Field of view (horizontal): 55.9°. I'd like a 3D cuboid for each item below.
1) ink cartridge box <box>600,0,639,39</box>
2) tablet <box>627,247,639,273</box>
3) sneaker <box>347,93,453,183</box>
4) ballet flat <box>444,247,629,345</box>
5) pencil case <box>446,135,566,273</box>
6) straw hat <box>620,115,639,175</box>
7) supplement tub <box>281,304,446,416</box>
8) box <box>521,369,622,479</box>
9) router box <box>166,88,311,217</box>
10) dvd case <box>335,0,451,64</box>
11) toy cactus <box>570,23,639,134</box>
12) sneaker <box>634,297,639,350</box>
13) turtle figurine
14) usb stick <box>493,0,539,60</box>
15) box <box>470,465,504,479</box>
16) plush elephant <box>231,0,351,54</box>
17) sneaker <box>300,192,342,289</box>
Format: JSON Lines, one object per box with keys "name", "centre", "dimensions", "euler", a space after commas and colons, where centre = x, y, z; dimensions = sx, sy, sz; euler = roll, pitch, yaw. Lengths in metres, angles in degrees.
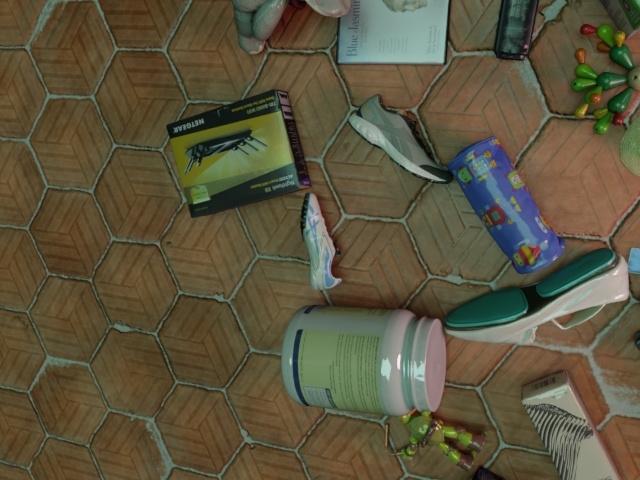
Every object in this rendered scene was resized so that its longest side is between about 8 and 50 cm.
{"name": "ink cartridge box", "centre": [0.558, -0.542, 1.116], "dimensions": [0.122, 0.211, 0.289], "euler": [-33, 87, 20]}
{"name": "tablet", "centre": [0.693, 0.047, 1.268], "dimensions": [0.083, 0.006, 0.054], "euler": [10, 101, 17]}
{"name": "sneaker", "centre": [0.189, -0.222, 1.344], "dimensions": [0.272, 0.100, 0.108], "euler": [40, 102, 9]}
{"name": "ballet flat", "centre": [0.470, 0.154, 1.302], "dimensions": [0.401, 0.139, 0.139], "euler": [-27, 89, 19]}
{"name": "pencil case", "centre": [0.400, -0.074, 1.285], "dimensions": [0.306, 0.133, 0.119], "euler": [57, 141, 4]}
{"name": "straw hat", "centre": [0.682, -0.192, 1.207], "dimensions": [0.145, 0.061, 0.144], "euler": [3, 99, 18]}
{"name": "supplement tub", "centre": [0.101, 0.267, 1.356], "dimensions": [0.325, 0.235, 0.235], "euler": [0, 98, 24]}
{"name": "box", "centre": [0.552, 0.437, 1.324], "dimensions": [0.113, 0.094, 0.275], "euler": [-29, 88, 20]}
{"name": "router box", "centre": [-0.201, -0.207, 1.479], "dimensions": [0.309, 0.081, 0.242], "euler": [-14, 94, 19]}
{"name": "dvd case", "centre": [0.161, -0.487, 1.352], "dimensions": [0.253, 0.022, 0.180], "euler": [5, 100, 17]}
{"name": "toy cactus", "centre": [0.598, -0.327, 1.203], "dimensions": [0.181, 0.112, 0.218], "euler": [-2, 89, 8]}
{"name": "sneaker", "centre": [0.720, 0.127, 1.221], "dimensions": [0.125, 0.104, 0.261], "euler": [19, 103, 17]}
{"name": "turtle figurine", "centre": [0.272, 0.437, 1.418], "dimensions": [0.218, 0.087, 0.269], "euler": [24, 104, 13]}
{"name": "usb stick", "centre": [0.419, -0.519, 1.253], "dimensions": [0.077, 0.045, 0.277], "euler": [9, 100, 9]}
{"name": "box", "centre": [0.363, 0.694, 1.385], "dimensions": [0.144, 0.165, 0.270], "euler": [28, 106, 11]}
{"name": "plush elephant", "centre": [-0.061, -0.574, 1.298], "dimensions": [0.256, 0.330, 0.271], "euler": [2, 91, -1]}
{"name": "sneaker", "centre": [0.000, 0.000, 1.453], "dimensions": [0.086, 0.085, 0.237], "euler": [-9, 92, -7]}
